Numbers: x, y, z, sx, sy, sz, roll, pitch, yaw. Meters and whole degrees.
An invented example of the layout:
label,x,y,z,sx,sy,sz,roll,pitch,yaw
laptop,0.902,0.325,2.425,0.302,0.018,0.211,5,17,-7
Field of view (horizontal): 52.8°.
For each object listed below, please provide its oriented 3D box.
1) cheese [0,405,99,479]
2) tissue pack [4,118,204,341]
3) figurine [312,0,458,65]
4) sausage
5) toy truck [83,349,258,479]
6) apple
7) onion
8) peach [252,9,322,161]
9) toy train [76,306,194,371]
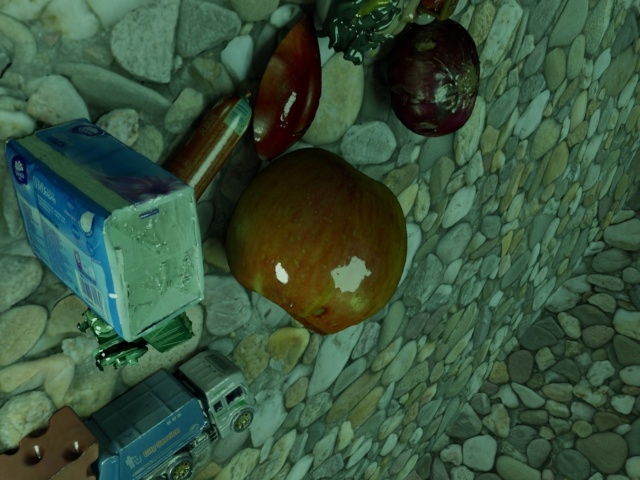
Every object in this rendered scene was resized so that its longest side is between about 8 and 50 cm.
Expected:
label,x,y,z,sx,sy,sz,roll,pitch,yaw
cheese,-0.487,0.415,1.087,0.177,0.128,0.203,-13,126,-46
tissue pack,-0.292,-0.023,0.881,0.146,0.263,0.198,-28,135,-36
figurine,0.133,-0.450,1.160,0.382,0.186,0.261,-36,150,-37
sausage,-0.192,-0.144,1.077,0.264,0.083,0.083,-56,145,-7
toy truck,-0.301,0.367,1.264,0.367,0.146,0.175,-33,133,-32
apple,0.000,0.000,1.197,0.339,0.339,0.340,-30,136,-34
onion,0.235,-0.341,1.355,0.246,0.190,0.247,-27,121,-58
peach,-0.036,-0.268,1.153,0.189,0.068,0.279,-12,121,-68
toy train,-0.297,0.138,1.055,0.154,0.115,0.269,-26,166,-12
